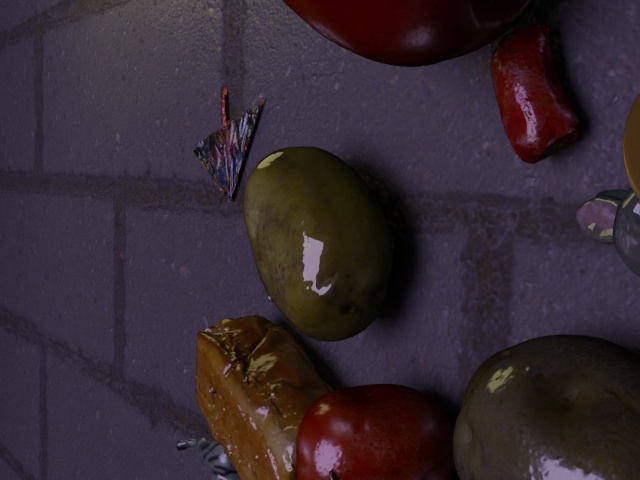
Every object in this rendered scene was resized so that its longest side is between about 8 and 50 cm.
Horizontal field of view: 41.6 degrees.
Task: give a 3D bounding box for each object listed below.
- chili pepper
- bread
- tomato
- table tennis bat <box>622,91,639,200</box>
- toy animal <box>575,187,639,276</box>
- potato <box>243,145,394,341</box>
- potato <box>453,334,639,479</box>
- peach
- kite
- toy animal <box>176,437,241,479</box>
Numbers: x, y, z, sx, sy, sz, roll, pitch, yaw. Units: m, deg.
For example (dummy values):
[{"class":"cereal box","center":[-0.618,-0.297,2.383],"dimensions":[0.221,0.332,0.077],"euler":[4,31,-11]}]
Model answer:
[{"class":"chili pepper","center":[0.201,-0.136,0.796],"dimensions":[0.073,0.070,0.123],"euler":[-26,67,34]},{"class":"bread","center":[-0.062,0.228,1.120],"dimensions":[0.294,0.132,0.166],"euler":[42,124,45]},{"class":"tomato","center":[0.055,0.241,0.924],"dimensions":[0.187,0.187,0.151],"euler":[-66,30,31]},{"class":"table tennis bat","center":[0.300,-0.045,0.556],"dimensions":[0.199,0.050,0.320],"euler":[-19,46,34]},{"class":"toy animal","center":[0.281,0.010,0.640],"dimensions":[0.251,0.127,0.125],"euler":[50,132,46]},{"class":"potato","center":[-0.001,0.001,1.014],"dimensions":[0.228,0.149,0.197],"euler":[43,112,44]},{"class":"potato","center":[0.210,0.169,0.699],"dimensions":[0.235,0.160,0.177],"euler":[37,111,64]},{"class":"peach","center":[0.067,-0.287,0.830],"dimensions":[0.362,0.201,0.257],"euler":[27,71,44]},{"class":"kite","center":[-0.145,-0.155,1.333],"dimensions":[0.232,0.009,0.189],"euler":[-15,78,53]},{"class":"toy animal","center":[-0.144,0.404,1.288],"dimensions":[0.170,0.090,0.254],"euler":[-33,67,45]}]
